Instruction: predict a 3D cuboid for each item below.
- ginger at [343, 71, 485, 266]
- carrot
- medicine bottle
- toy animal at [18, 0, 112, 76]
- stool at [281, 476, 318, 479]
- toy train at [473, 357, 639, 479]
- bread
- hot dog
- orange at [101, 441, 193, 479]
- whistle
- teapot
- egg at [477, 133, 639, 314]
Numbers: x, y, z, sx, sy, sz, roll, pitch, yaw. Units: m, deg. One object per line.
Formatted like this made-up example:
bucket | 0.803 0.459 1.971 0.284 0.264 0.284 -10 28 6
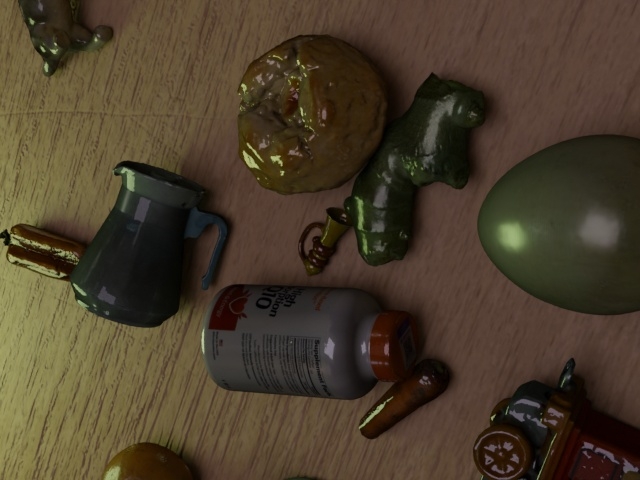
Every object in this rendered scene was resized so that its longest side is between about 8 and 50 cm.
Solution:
ginger | 0.126 -0.095 1.692 0.137 0.089 0.290 43 112 8
carrot | 0.116 0.224 1.759 0.161 0.055 0.055 -43 76 32
medicine bottle | -0.011 0.142 1.755 0.288 0.157 0.157 0 96 28
toy animal | -0.426 -0.384 1.942 0.168 0.121 0.233 -13 100 45
stool | -0.059 0.463 1.798 0.195 0.198 0.195 19 107 24
toy train | 0.299 0.332 1.615 0.231 0.163 0.369 22 106 16
bread | -0.028 -0.172 1.712 0.244 0.134 0.244 -9 76 40
hot dog | -0.442 0.020 2.030 0.188 0.055 0.072 17 101 26
orange | -0.273 0.395 1.946 0.156 0.124 0.156 2 93 27
whistle | -0.002 0.000 1.799 0.057 0.046 0.109 37 119 4
teapot | -0.254 0.009 1.880 0.203 0.171 0.225 19 100 -8
egg | 0.323 -0.018 1.523 0.295 0.218 0.218 -4 94 42
